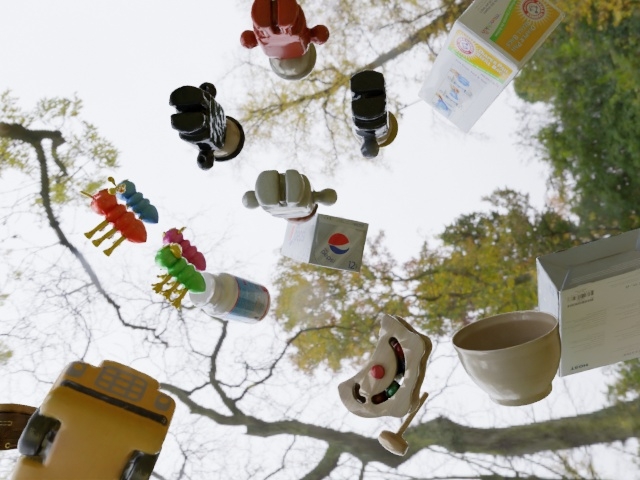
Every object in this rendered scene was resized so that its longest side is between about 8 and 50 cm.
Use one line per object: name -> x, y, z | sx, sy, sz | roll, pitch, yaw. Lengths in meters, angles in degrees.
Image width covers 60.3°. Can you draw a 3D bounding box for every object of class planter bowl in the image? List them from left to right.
planter bowl -> 0.298, 0.189, 0.858 | 0.162, 0.162, 0.109 | -24, -81, -54

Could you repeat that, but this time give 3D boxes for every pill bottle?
pill bottle -> -0.174, 0.109, 1.063 | 0.160, 0.087, 0.087 | 27, -125, -55

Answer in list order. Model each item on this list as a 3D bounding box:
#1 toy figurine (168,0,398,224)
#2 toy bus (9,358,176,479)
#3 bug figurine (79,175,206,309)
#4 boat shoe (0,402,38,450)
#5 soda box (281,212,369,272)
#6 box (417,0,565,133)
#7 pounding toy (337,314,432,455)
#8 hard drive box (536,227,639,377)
toy figurine -> -0.036, -0.135, 0.624 | 0.209, 0.213, 0.148 | 41, 180, 8
toy bus -> -0.245, 0.252, 0.544 | 0.108, 0.332, 0.130 | 26, -160, -10
bug figurine -> -0.254, -0.010, 0.831 | 0.216, 0.072, 0.279 | 48, 178, -16
boat shoe -> -0.431, 0.309, 0.872 | 0.207, 0.073, 0.073 | 40, -141, -54
soda box -> 0.000, 0.000, 1.064 | 0.098, 0.286, 0.091 | 11, -91, -13
box -> 0.235, -0.262, 0.794 | 0.103, 0.203, 0.114 | 40, -101, 5
pounding toy -> 0.141, 0.292, 1.156 | 0.155, 0.154, 0.269 | 20, -96, -64
hard drive box -> 0.478, 0.114, 0.948 | 0.089, 0.181, 0.232 | -101, -7, -52
